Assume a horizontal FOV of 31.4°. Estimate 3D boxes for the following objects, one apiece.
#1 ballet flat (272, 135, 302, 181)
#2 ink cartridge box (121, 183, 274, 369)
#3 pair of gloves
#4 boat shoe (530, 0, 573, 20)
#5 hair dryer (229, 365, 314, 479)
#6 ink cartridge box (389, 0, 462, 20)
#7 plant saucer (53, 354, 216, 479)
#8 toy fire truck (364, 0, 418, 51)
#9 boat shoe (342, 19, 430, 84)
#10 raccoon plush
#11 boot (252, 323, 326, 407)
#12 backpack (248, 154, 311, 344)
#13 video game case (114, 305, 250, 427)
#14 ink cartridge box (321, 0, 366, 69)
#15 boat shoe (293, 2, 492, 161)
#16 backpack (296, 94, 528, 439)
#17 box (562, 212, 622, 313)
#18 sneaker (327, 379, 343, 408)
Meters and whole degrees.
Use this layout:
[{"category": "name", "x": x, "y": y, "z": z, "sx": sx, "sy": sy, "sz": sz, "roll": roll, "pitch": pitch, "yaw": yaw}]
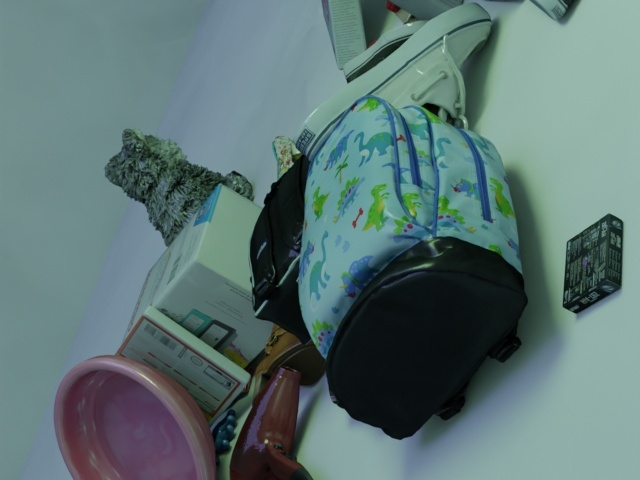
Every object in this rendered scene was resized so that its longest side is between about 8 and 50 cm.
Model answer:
[{"category": "ballet flat", "x": -0.040, "y": -0.128, "z": 2.110, "sx": 0.077, "sy": 0.091, "sz": 0.241, "roll": -26, "pitch": 34, "yaw": 12}, {"category": "ink cartridge box", "x": -0.176, "y": 0.089, "z": 1.944, "sx": 0.270, "sy": 0.197, "sz": 0.198, "roll": -46, "pitch": 21, "yaw": 38}, {"category": "pair of gloves", "x": -0.170, "y": 0.297, "z": 1.963, "sx": 0.159, "sy": 0.023, "sz": 0.198, "roll": -37, "pitch": 33, "yaw": 54}, {"category": "boat shoe", "x": 0.251, "y": -0.383, "z": 1.474, "sx": 0.076, "sy": 0.080, "sz": 0.228, "roll": -46, "pitch": 64, "yaw": 12}, {"category": "hair dryer", "x": -0.050, "y": 0.308, "z": 1.569, "sx": 0.224, "sy": 0.080, "sz": 0.293, "roll": -38, "pitch": 42, "yaw": 40}, {"category": "ink cartridge box", "x": 0.176, "y": -0.472, "z": 1.832, "sx": 0.086, "sy": 0.148, "sz": 0.203, "roll": -6, "pitch": 61, "yaw": 68}, {"category": "plant saucer", "x": -0.296, "y": 0.335, "z": 1.886, "sx": 0.084, "sy": 0.332, "sz": 0.332, "roll": -29, "pitch": -16, "yaw": -51}, {"category": "toy fire truck", "x": 0.150, "y": -0.396, "z": 1.965, "sx": 0.192, "sy": 0.047, "sz": 0.135, "roll": -43, "pitch": 28, "yaw": 46}, {"category": "boat shoe", "x": 0.120, "y": -0.297, "z": 1.896, "sx": 0.219, "sy": 0.078, "sz": 0.070, "roll": -29, "pitch": 74, "yaw": 55}, {"category": "raccoon plush", "x": -0.315, "y": -0.064, "z": 2.395, "sx": 0.216, "sy": 0.299, "sz": 0.446, "roll": -56, "pitch": 20, "yaw": 23}, {"category": "boot", "x": -0.042, "y": 0.157, "z": 1.728, "sx": 0.197, "sy": 0.073, "sz": 0.152, "roll": -45, "pitch": 22, "yaw": 39}, {"category": "backpack", "x": 0.000, "y": 0.000, "z": 1.622, "sx": 0.225, "sy": 0.191, "sz": 0.253, "roll": -54, "pitch": 28, "yaw": 21}, {"category": "video game case", "x": -0.266, "y": 0.253, "z": 1.931, "sx": 0.285, "sy": 0.204, "sz": 0.025, "roll": -51, "pitch": 5, "yaw": 38}, {"category": "ink cartridge box", "x": 0.026, "y": -0.536, "z": 2.171, "sx": 0.324, "sy": 0.072, "sz": 0.330, "roll": -98, "pitch": -2, "yaw": -61}, {"category": "boat shoe", "x": 0.142, "y": -0.186, "z": 1.566, "sx": 0.367, "sy": 0.156, "sz": 0.136, "roll": -38, "pitch": -11, "yaw": -30}, {"category": "backpack", "x": 0.101, "y": -0.005, "z": 1.323, "sx": 0.290, "sy": 0.273, "sz": 0.355, "roll": -56, "pitch": 6, "yaw": 42}, {"category": "box", "x": 0.270, "y": 0.023, "z": 1.130, "sx": 0.067, "sy": 0.018, "sz": 0.083, "roll": -42, "pitch": 28, "yaw": 48}, {"category": "sneaker", "x": 0.047, "y": 0.188, "z": 1.470, "sx": 0.178, "sy": 0.072, "sz": 0.077, "roll": -114, "pitch": 39, "yaw": -77}]
